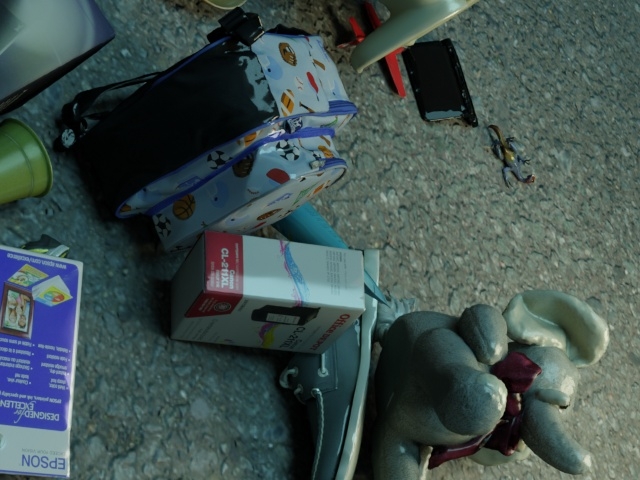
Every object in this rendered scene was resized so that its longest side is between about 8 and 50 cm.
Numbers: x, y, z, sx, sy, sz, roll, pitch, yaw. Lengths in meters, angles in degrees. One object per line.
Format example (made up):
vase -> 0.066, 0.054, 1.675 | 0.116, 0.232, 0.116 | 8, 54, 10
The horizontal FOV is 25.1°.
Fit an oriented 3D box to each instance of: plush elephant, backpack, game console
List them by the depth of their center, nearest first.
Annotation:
backpack -> -0.085, -0.117, 1.516 | 0.263, 0.276, 0.213 | -32, 98, -58
plush elephant -> 0.196, 0.185, 1.638 | 0.255, 0.272, 0.330 | 11, 31, -16
game console -> 0.172, -0.220, 2.058 | 0.107, 0.071, 0.122 | 41, 33, -73

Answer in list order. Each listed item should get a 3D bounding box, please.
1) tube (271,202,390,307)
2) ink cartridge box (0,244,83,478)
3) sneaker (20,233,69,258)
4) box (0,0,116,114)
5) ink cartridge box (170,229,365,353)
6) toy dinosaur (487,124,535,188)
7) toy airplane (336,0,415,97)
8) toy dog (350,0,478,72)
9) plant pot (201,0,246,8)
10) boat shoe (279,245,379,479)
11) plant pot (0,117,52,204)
tube -> 0.000, 0.000, 1.608 | 0.207, 0.052, 0.080 | 42, 2, 37
ink cartridge box -> -0.311, 0.103, 1.277 | 0.206, 0.045, 0.208 | 15, 69, -43
sneaker -> -0.282, 0.023, 1.387 | 0.035, 0.031, 0.083 | 39, 43, 15
box -> -0.392, -0.225, 1.282 | 0.296, 0.183, 0.294 | 56, 37, -8
ink cartridge box -> -0.055, 0.056, 1.492 | 0.175, 0.127, 0.072 | 8, 61, -19
toy dinosaur -> 0.286, -0.121, 2.109 | 0.082, 0.047, 0.090 | 51, 25, -44
toy airplane -> 0.078, -0.270, 1.967 | 0.151, 0.028, 0.151 | 28, 48, -36
toy dog -> 0.087, -0.470, 1.792 | 0.408, 0.395, 0.284 | 57, 35, -4
plant pot -> -0.149, -0.391, 1.734 | 0.236, 0.032, 0.236 | 30, 55, -54
boat shoe -> 0.006, 0.151, 1.607 | 0.099, 0.116, 0.319 | 7, 62, 3
plant pot -> -0.312, -0.064, 1.368 | 0.079, 0.083, 0.083 | -31, 93, -39
